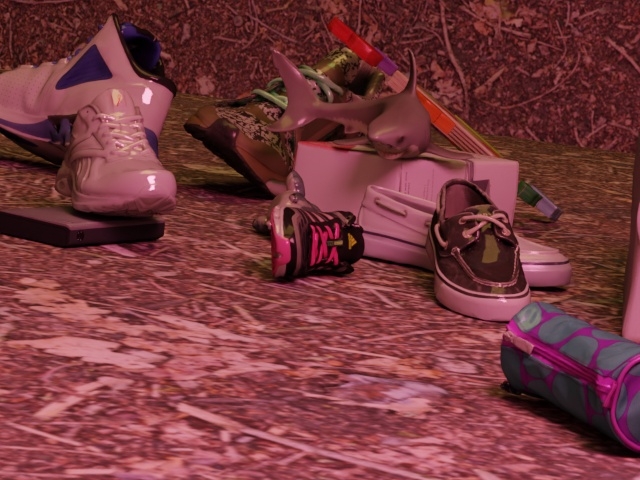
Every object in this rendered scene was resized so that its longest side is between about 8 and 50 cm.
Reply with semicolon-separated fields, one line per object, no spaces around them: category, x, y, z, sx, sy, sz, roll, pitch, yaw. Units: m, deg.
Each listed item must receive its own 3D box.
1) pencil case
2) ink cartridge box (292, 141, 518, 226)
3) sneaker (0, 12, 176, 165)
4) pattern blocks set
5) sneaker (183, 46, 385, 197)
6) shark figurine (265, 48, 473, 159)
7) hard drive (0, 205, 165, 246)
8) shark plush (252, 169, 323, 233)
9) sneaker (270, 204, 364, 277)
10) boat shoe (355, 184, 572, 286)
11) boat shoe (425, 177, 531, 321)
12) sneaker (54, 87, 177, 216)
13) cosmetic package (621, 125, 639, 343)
pencil case;0.168;0.084;1.072;0.070;0.064;0.152;20;1;-25
ink cartridge box;0.095;-0.057;1.925;0.158;0.092;0.218;14;9;40
sneaker;-0.286;-0.187;2.123;0.315;0.182;0.127;17;-14;36
pattern blocks set;0.160;-0.141;2.128;0.325;0.026;0.285;45;9;27
sneaker;-0.032;-0.171;2.162;0.158;0.182;0.410;35;17;14
shark figurine;0.064;-0.155;1.871;0.166;0.116;0.278;2;12;-29
hard drive;-0.224;-0.015;1.619;0.094;0.022;0.135;11;9;33
shark plush;-0.014;-0.021;1.732;0.067;0.073;0.161;35;-3;-11
sneaker;0.000;0.000;1.536;0.075;0.063;0.170;1;2;11
boat shoe;0.132;-0.007;1.645;0.226;0.076;0.083;10;9;23
boat shoe;0.132;0.005;1.496;0.078;0.070;0.219;1;21;-10
sneaker;-0.198;-0.086;1.637;0.090;0.115;0.232;2;9;-27
cosmetic package;0.355;-0.034;1.529;0.156;0.217;0.385;7;10;8
